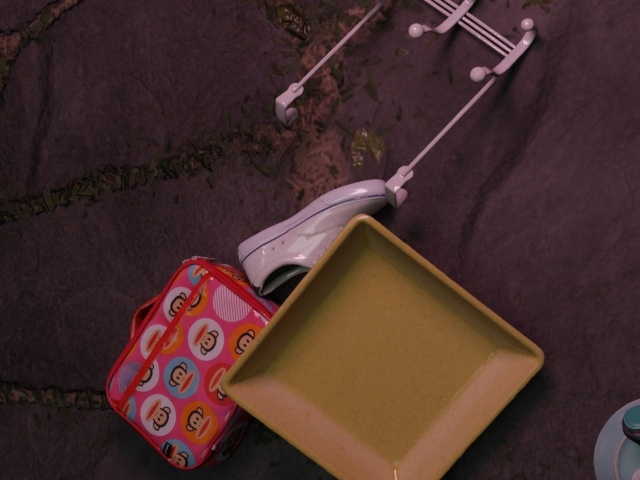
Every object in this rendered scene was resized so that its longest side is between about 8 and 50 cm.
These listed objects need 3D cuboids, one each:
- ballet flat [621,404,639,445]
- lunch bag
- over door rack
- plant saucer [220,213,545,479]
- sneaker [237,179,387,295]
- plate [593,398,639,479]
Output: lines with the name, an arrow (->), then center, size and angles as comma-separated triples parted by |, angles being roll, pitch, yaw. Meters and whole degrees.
ballet flat -> 0.491, 0.223, 1.421 | 0.203, 0.074, 0.074 | -20, 81, 17
lunch bag -> -0.192, 0.179, 1.721 | 0.258, 0.120, 0.293 | 38, 101, 24
over door rack -> 0.115, -0.243, 1.563 | 0.239, 0.108, 0.324 | 39, 89, 21
plant saucer -> 0.086, 0.173, 1.565 | 0.332, 0.081, 0.333 | 38, 105, -5
sneaker -> 0.000, 0.000, 1.642 | 0.258, 0.094, 0.091 | -30, 68, 20
plate -> 0.457, 0.302, 1.475 | 0.188, 0.024, 0.188 | -1, 89, 23
